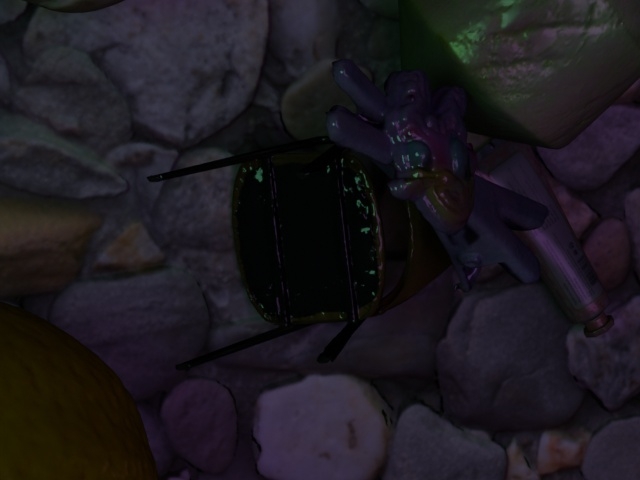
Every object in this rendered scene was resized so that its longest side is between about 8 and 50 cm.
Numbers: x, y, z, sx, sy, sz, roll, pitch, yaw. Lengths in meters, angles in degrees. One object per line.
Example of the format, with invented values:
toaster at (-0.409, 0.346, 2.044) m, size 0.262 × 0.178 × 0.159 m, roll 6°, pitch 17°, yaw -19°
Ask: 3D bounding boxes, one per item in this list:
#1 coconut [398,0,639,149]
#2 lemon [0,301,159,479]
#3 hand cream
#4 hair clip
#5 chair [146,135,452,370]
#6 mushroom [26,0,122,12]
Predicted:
coconut at (0.167, -0.181, 1.249) m, size 0.236 × 0.204 × 0.236 m, roll 1°, pitch 113°, yaw 2°
lemon at (-0.279, 0.190, 1.052) m, size 0.336 × 0.336 × 0.336 m, roll -3°, pitch 97°, yaw -22°
hand cream at (0.207, -0.003, 1.379) m, size 0.067 × 0.043 × 0.210 m, roll -35°, pitch 102°, yaw -17°
hair clip at (0.100, -0.051, 1.177) m, size 0.278 × 0.090 × 0.137 m, roll 47°, pitch 45°, yaw -47°
chair at (0.000, 0.000, 1.237) m, size 0.247 × 0.172 × 0.159 m, roll -25°, pitch 110°, yaw -63°
mushroom at (-0.188, -0.288, 1.108) m, size 0.255 × 0.184 × 0.255 m, roll -9°, pitch 100°, yaw -64°
